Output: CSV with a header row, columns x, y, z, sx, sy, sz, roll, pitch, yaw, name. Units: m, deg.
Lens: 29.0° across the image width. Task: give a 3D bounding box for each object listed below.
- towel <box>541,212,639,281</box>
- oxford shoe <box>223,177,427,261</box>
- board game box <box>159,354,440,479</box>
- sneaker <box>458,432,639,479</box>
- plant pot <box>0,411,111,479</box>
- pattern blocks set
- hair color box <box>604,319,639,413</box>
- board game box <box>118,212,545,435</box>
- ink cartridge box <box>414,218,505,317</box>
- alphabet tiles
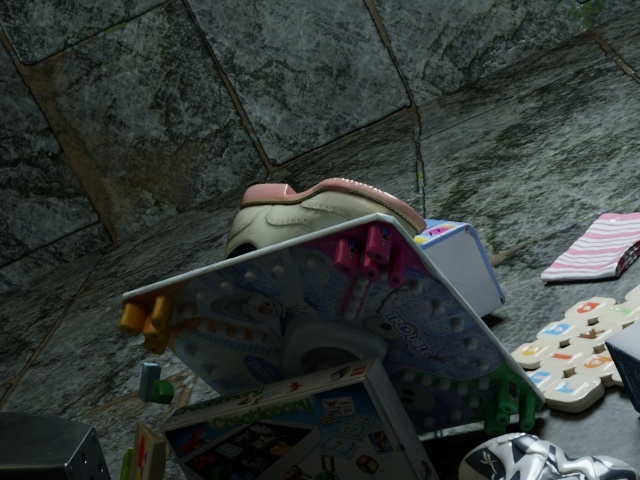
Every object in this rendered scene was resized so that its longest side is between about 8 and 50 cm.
x,y,z,sx,sy,sz,roll,pitch,yaw,name
0.443,0.004,1.916,0.144,0.029,0.197,-9,22,49,towel
0.000,0.000,1.894,0.397,0.140,0.147,-3,54,52,oxford shoe
-0.026,0.264,1.501,0.305,0.193,0.053,-17,18,28,board game box
0.198,0.278,1.267,0.153,0.094,0.235,-27,22,-37,sneaker
-0.416,0.370,1.852,0.166,0.188,0.188,-9,19,12,plant pot
-0.212,0.317,1.485,0.026,0.325,0.285,8,8,-16,pattern blocks set
0.454,0.147,1.265,0.173,0.105,0.347,-28,15,-6,hair color box
0.014,0.150,1.501,0.390,0.390,0.050,-17,42,31,board game box
0.076,0.079,1.997,0.270,0.151,0.395,-25,9,-16,ink cartridge box
0.383,0.132,1.601,0.284,0.021,0.278,-33,17,-24,alphabet tiles
